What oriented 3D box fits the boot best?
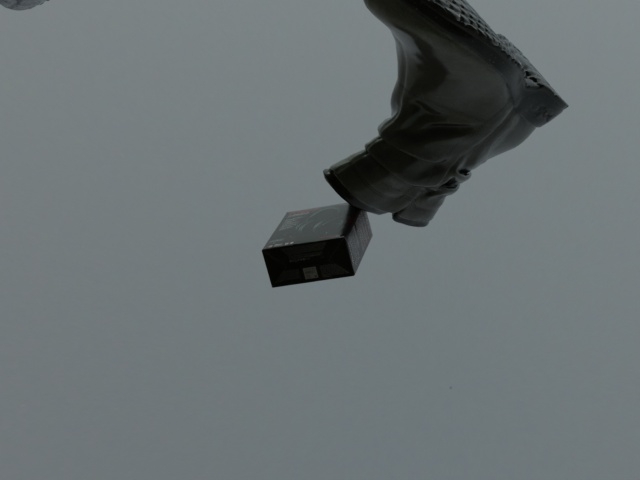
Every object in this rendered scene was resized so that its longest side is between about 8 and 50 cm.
[{"bbox_3d":[0.062,-0.084,0.788,0.161,0.246,0.083,-43,-123,15],"label":"boot"}]

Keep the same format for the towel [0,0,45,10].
[{"bbox_3d":[-0.218,-0.247,0.573,0.121,0.235,0.283,-30,-78,-18],"label":"towel"}]

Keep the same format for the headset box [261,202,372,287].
[{"bbox_3d":[0.000,0.000,0.835,0.062,0.083,0.032,-8,-69,17],"label":"headset box"}]
